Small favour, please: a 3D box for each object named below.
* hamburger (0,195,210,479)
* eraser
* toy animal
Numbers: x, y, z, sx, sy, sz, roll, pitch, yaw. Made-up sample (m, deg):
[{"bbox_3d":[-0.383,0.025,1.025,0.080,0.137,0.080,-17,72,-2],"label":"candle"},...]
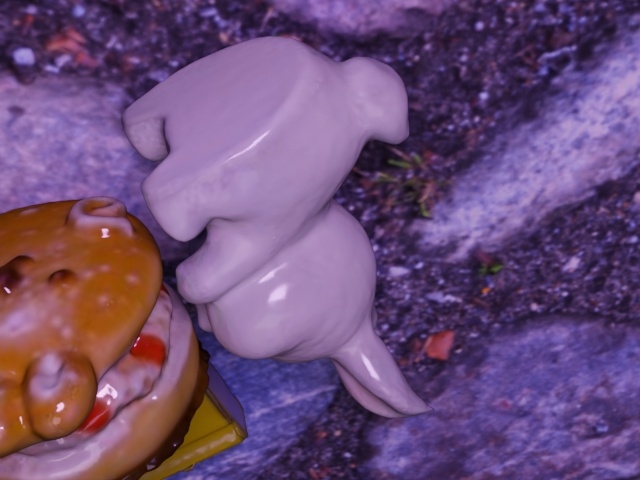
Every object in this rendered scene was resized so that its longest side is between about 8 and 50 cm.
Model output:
[{"bbox_3d":[-0.245,0.093,1.115,0.261,0.302,0.186,-11,132,8],"label":"hamburger"},{"bbox_3d":[-0.204,0.188,1.342,0.226,0.069,0.158,-27,125,10],"label":"eraser"},{"bbox_3d":[-0.011,0.001,1.165,0.241,0.196,0.367,-19,125,0],"label":"toy animal"}]
